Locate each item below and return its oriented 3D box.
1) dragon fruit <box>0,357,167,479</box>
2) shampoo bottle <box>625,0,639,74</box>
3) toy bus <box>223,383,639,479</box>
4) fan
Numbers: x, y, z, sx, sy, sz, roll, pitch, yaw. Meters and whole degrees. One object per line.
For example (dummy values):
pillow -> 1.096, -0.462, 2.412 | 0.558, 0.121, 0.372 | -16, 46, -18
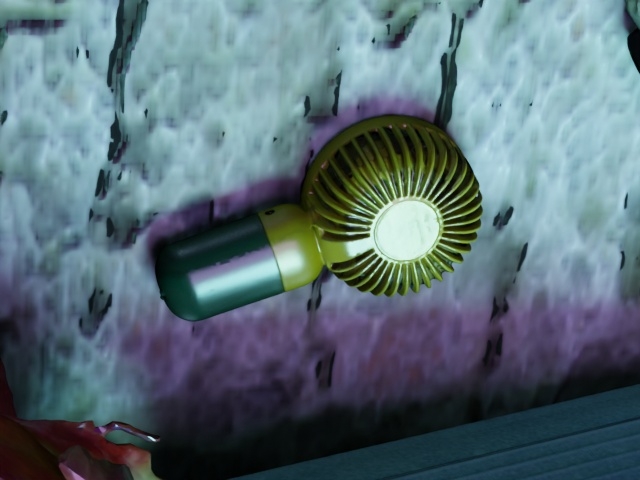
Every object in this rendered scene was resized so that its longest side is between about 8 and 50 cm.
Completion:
dragon fruit -> -0.204, 0.196, 0.789 | 0.386, 0.249, 0.371 | -38, 101, 11
shampoo bottle -> 0.182, -0.068, 0.869 | 0.063, 0.057, 0.208 | -35, 119, 13
toy bus -> 0.091, 0.190, 0.893 | 0.312, 0.152, 0.190 | -10, 120, -24
fan -> 0.000, 0.000, 0.864 | 0.155, 0.039, 0.082 | -20, 121, -4
